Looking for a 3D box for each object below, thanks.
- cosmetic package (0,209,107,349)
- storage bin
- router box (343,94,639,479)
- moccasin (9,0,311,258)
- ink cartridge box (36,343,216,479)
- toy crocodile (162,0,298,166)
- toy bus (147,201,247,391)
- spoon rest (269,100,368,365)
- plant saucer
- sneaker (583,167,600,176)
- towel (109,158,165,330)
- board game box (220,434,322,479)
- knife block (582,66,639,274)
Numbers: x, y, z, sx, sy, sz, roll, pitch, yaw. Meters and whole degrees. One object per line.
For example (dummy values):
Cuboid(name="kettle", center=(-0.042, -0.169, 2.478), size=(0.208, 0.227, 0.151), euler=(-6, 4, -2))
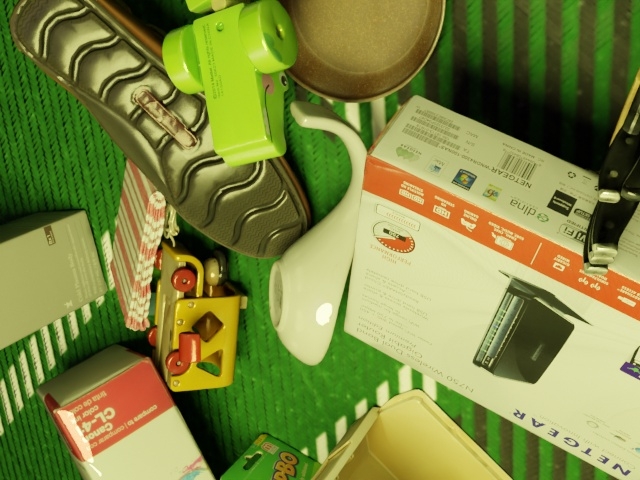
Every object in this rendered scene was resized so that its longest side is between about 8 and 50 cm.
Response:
Cuboid(name="cosmetic package", center=(-0.394, 0.053, 0.977), size=(0.107, 0.238, 0.127), euler=(-1, 109, 27))
Cuboid(name="storage bin", center=(0.105, 0.329, 0.829), size=(0.260, 0.262, 0.123), euler=(45, 124, 4))
Cuboid(name="router box", center=(0.193, 0.061, 0.704), size=(0.335, 0.082, 0.301), euler=(27, 149, 15))
Cuboid(name="moccasin", center=(-0.158, -0.129, 0.851), size=(0.380, 0.147, 0.139), euler=(38, 107, -14))
Cuboid(name="ink cartridge box", center=(-0.227, 0.299, 1.003), size=(0.226, 0.131, 0.306), euler=(-9, 107, 64))
Cuboid(name="toy crocodile", center=(-0.090, -0.240, 0.747), size=(0.115, 0.105, 0.340), euler=(-15, 87, 29))
Cuboid(name="toy bus", center=(-0.143, 0.077, 0.941), size=(0.202, 0.104, 0.191), euler=(-52, 46, 50))
Cuboid(name="spoon rest", center=(0.000, 0.000, 0.795), size=(0.084, 0.137, 0.276), euler=(-1, 117, -15))
Cuboid(name="plant saucer", center=(0.032, -0.237, 0.773), size=(0.199, 0.036, 0.198), euler=(10, 114, 23))
Cuboid(name="sneaker", center=(0.233, -0.017, 0.742), size=(0.225, 0.092, 0.088), euler=(7, 152, 37))
Cuboid(name="towel", center=(-0.220, -0.007, 0.949), size=(0.144, 0.029, 0.197), euler=(56, 136, 50))
Cuboid(name="board game box", center=(0.009, 0.335, 0.956), size=(0.259, 0.124, 0.039), euler=(29, 114, 14))
Cuboid(name="knife block", center=(0.268, -0.099, 0.565), size=(0.088, 0.276, 0.242), euler=(23, 116, 16))
